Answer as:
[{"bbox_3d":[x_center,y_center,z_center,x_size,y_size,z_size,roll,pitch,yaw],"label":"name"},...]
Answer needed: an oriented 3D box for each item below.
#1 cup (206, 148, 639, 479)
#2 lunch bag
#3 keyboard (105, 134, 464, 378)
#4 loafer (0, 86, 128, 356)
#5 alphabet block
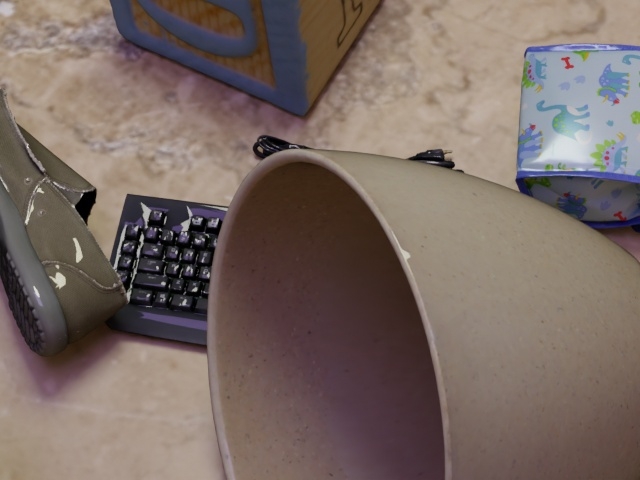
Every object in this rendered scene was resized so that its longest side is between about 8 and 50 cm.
[{"bbox_3d":[0.098,0.095,1.268,0.237,0.331,0.331,-6,57,-27],"label":"cup"},{"bbox_3d":[0.231,-0.079,1.454,0.151,0.096,0.129,-2,60,14],"label":"lunch bag"},{"bbox_3d":[0.000,0.000,1.463,0.317,0.033,0.202,8,61,8],"label":"keyboard"},{"bbox_3d":[-0.219,-0.022,1.465,0.087,0.094,0.251,-15,60,-21],"label":"loafer"},{"bbox_3d":[-0.050,-0.255,1.518,0.192,0.193,0.197,26,65,16],"label":"alphabet block"}]
